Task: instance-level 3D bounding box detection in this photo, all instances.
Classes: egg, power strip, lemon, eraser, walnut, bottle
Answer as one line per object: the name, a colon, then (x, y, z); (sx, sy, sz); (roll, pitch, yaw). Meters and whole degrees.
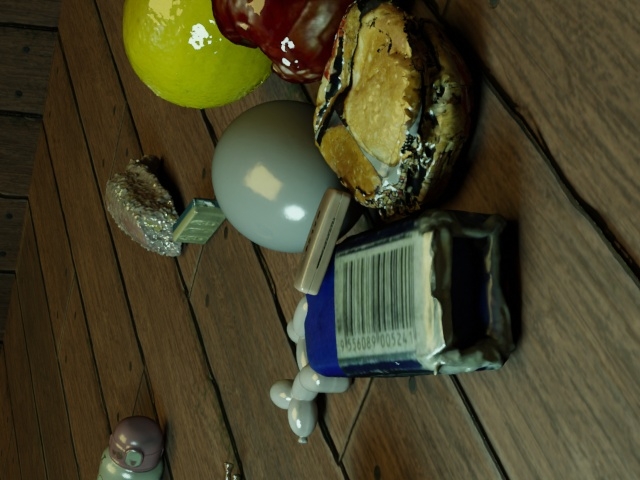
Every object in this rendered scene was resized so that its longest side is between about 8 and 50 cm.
egg: (-0.033, -0.073, 1.561); (0.232, 0.176, 0.176); (-151, 66, -62)
power strip: (-0.190, -0.030, 2.107); (0.123, 0.056, 0.032); (135, 136, -58)
lemon: (-0.152, -0.301, 1.821); (0.263, 0.236, 0.236); (162, 110, -69)
eraser: (0.082, 0.065, 1.358); (0.332, 0.101, 0.155); (160, 112, -68)
walnut: (-0.022, -0.321, 1.536); (0.244, 0.221, 0.269); (-21, -48, -81)
bottle: (-0.330, 0.407, 2.321); (0.110, 0.110, 0.233); (-116, 36, -51)

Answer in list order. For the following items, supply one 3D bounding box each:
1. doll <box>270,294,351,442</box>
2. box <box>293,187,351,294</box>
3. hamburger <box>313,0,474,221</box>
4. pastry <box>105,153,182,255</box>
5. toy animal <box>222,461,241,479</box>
doll: (-0.016, 0.160, 1.640); (0.160, 0.059, 0.161); (131, 137, -57)
box: (0.000, 0.000, 1.419); (0.048, 0.025, 0.115); (-152, 81, -73)
hamburger: (0.078, -0.139, 1.394); (0.231, 0.106, 0.231); (-20, 68, 62)
pastry: (-0.313, -0.062, 2.350); (0.265, 0.112, 0.103); (-121, 29, -57)
toy animal: (-0.114, 0.422, 1.854); (0.275, 0.054, 0.149); (-115, 38, -55)
